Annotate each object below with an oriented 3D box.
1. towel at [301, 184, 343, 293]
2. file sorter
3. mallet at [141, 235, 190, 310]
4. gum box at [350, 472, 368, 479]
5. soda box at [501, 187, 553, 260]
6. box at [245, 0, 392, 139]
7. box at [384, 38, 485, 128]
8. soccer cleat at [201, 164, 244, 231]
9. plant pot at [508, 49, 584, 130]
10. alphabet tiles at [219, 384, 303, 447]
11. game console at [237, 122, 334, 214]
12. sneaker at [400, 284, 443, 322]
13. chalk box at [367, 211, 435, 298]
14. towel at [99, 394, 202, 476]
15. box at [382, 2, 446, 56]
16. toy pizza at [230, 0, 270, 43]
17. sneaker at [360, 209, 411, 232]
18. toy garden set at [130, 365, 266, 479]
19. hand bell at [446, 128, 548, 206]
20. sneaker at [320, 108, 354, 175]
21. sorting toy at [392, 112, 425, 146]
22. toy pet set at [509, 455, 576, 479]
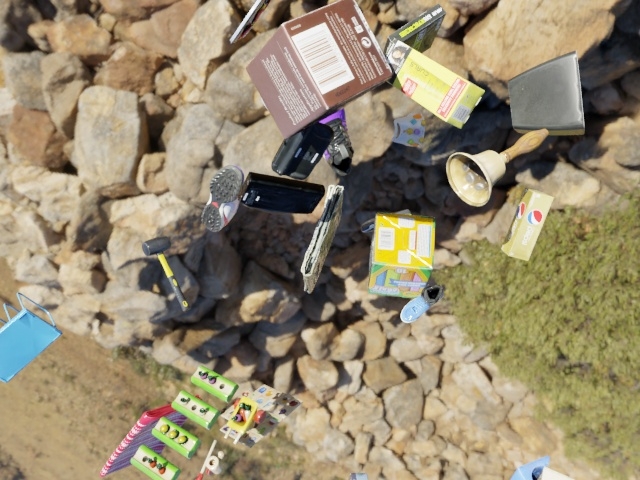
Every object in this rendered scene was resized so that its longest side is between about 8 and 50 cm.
[{"bbox_3d":[0.000,0.000,1.769,0.056,0.312,0.324,20,165,5],"label":"towel"},{"bbox_3d":[-0.742,0.227,1.319,0.104,0.170,0.118,39,168,42],"label":"file sorter"},{"bbox_3d":[-0.350,0.075,1.301,0.039,0.062,0.189,-31,91,50],"label":"mallet"},{"bbox_3d":[0.084,0.599,1.125,0.041,0.184,0.157,-1,178,1],"label":"gum box"},{"bbox_3d":[0.542,-0.042,1.443,0.058,0.061,0.181,14,106,-5],"label":"soda box"},{"bbox_3d":[-0.008,-0.325,1.056,0.168,0.167,0.203,60,155,-9],"label":"box"},{"bbox_3d":[0.212,-0.316,1.098,0.058,0.232,0.087,8,121,-44],"label":"box"},{"bbox_3d":[-0.318,-0.158,1.884,0.109,0.116,0.318,39,136,6],"label":"soccer cleat"},{"bbox_3d":[0.582,-0.358,1.417,0.167,0.187,0.188,-7,93,26],"label":"plant pot"},{"bbox_3d":[-0.193,0.497,1.589,0.237,0.198,0.009,3,120,50],"label":"alphabet tiles"},{"bbox_3d":[-0.064,-0.177,1.409,0.213,0.044,0.361,8,146,-23],"label":"game console"},{"bbox_3d":[0.299,0.183,1.620,0.152,0.058,0.084,-34,159,-1],"label":"sneaker"},{"bbox_3d":[0.243,0.065,1.707,0.179,0.180,0.289,5,152,4],"label":"chalk box"},{"bbox_3d":[-0.455,0.529,1.487,0.031,0.199,0.275,49,114,24],"label":"towel"},{"bbox_3d":[0.264,-0.581,1.609,0.045,0.184,0.190,56,172,7],"label":"box"},{"bbox_3d":[-0.186,-0.632,1.540,0.032,0.201,0.201,35,140,-19],"label":"toy pizza"},{"bbox_3d":[0.270,-0.051,2.131,0.084,0.235,0.097,-5,101,66],"label":"sneaker"},{"bbox_3d":[-0.251,0.395,1.140,0.204,0.244,0.049,19,150,29],"label":"toy garden set"},{"bbox_3d":[0.408,-0.186,1.203,0.126,0.242,0.126,49,158,27],"label":"hand bell"},{"bbox_3d":[0.051,-0.315,1.678,0.102,0.146,0.293,-21,142,-1],"label":"sneaker"},{"bbox_3d":[0.210,-0.265,1.326,0.075,0.045,0.083,-3,111,-14],"label":"sorting toy"},{"bbox_3d":[0.236,0.306,0.618,0.065,0.122,0.114,20,131,16],"label":"toy pet set"}]
